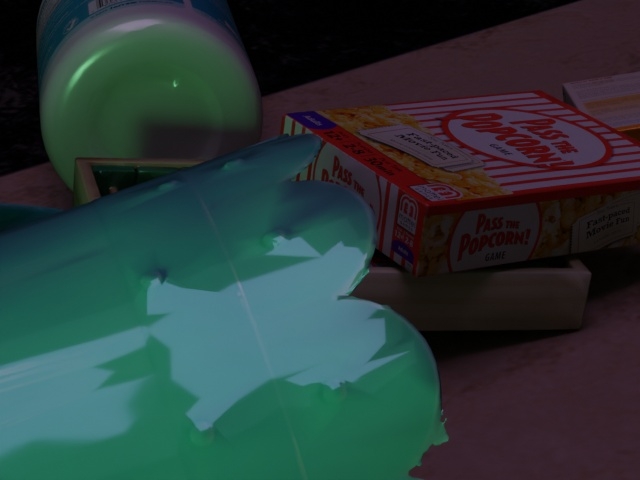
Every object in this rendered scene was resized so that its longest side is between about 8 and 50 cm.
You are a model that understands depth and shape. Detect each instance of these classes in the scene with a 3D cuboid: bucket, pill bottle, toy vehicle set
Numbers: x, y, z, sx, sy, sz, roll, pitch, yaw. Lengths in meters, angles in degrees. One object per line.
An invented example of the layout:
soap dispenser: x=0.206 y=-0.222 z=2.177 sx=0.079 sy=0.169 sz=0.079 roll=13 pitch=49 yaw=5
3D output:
bucket: x=-0.059 y=0.107 z=0.622 sx=0.183 sy=0.281 sz=0.281 roll=-16 pitch=27 yaw=-10
pill bottle: x=-0.127 y=-0.126 z=1.241 sx=0.146 sy=0.146 sz=0.264 roll=-10 pitch=26 yaw=-5
toy vehicle set: x=0.000 y=0.000 z=1.002 sx=0.267 sy=0.035 sz=0.166 roll=0 pitch=23 yaw=-16

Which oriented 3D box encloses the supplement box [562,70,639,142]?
supplement box: x=0.202 y=-0.077 z=1.174 sx=0.062 sy=0.036 sz=0.098 roll=-8 pitch=26 yaw=-1

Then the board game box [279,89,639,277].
board game box: x=0.094 y=-0.037 z=1.009 sx=0.193 sy=0.045 sz=0.147 roll=-8 pitch=27 yaw=-33
